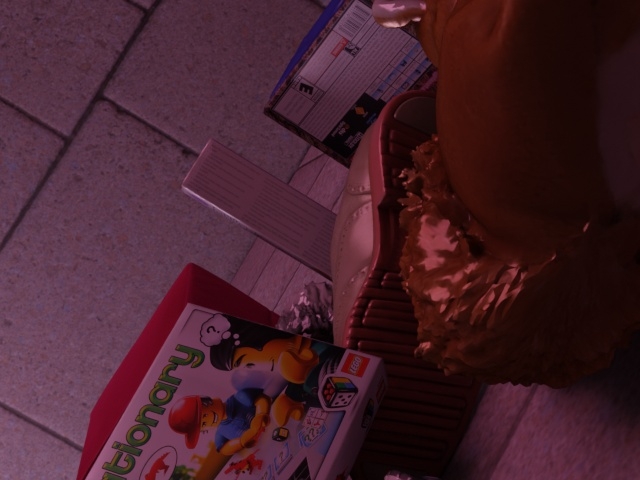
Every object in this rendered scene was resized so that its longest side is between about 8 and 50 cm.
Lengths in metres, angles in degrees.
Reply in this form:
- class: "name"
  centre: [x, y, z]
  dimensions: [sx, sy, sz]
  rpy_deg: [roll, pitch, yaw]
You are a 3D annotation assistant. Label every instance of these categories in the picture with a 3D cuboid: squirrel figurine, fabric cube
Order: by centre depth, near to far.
- class: "squirrel figurine"
  centre: [0.149, -0.094, 0.880]
  dimensions: [0.396, 0.281, 0.370]
  rpy_deg: [-69, 23, 15]
- class: "fabric cube"
  centre: [-0.120, 0.219, 1.433]
  dimensions: [0.254, 0.259, 0.258]
  rpy_deg: [-56, 12, 6]

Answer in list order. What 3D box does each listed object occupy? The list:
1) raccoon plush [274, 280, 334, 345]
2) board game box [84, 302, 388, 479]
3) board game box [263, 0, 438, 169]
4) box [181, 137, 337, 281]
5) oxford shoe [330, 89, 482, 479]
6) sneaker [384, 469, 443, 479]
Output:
- class: "raccoon plush"
  centre: [-0.142, 0.239, 1.146]
  dimensions: [0.446, 0.299, 0.216]
  rpy_deg: [-82, -6, -51]
- class: "board game box"
  centre: [-0.089, 0.205, 0.966]
  dimensions: [0.053, 0.193, 0.305]
  rpy_deg: [75, -145, -51]
- class: "board game box"
  centre: [0.127, -0.163, 1.267]
  dimensions: [0.232, 0.291, 0.141]
  rpy_deg: [-45, 16, 52]
- class: "box"
  centre: [0.000, 0.000, 1.305]
  dimensions: [0.067, 0.324, 0.063]
  rpy_deg: [-60, 2, -6]
- class: "oxford shoe"
  centre: [0.075, 0.059, 1.150]
  dimensions: [0.146, 0.141, 0.396]
  rpy_deg: [143, 139, -62]
- class: "sneaker"
  centre: [0.069, 0.254, 0.902]
  dimensions: [0.297, 0.111, 0.129]
  rpy_deg: [125, 164, -66]
